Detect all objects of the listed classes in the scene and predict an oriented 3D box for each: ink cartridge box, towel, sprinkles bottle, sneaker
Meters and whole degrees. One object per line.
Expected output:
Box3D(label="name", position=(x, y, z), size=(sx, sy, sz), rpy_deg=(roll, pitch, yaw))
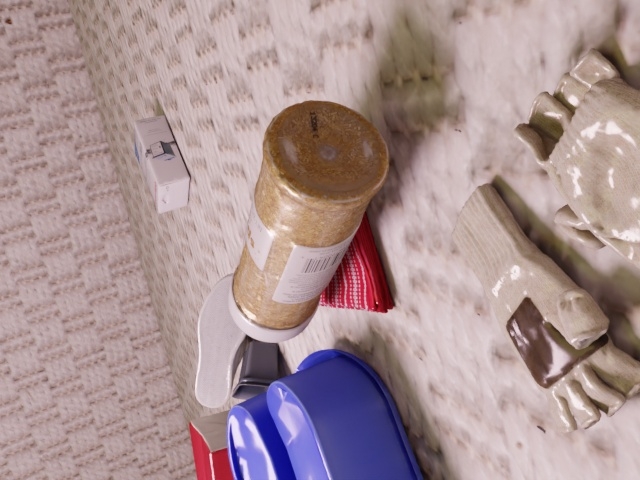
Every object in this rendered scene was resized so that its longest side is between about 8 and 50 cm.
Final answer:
Box3D(label="ink cartridge box", position=(-0.391, -0.185, 1.534), size=(0.191, 0.082, 0.140), rpy_deg=(63, 156, 18))
Box3D(label="towel", position=(0.000, 0.000, 0.841), size=(0.274, 0.031, 0.199), rpy_deg=(-10, 96, 67))
Box3D(label="sprinkles bottle", position=(-0.029, 0.001, 0.711), size=(0.121, 0.121, 0.355), rpy_deg=(63, 155, 21))
Box3D(label="sneaker", position=(-0.201, 0.184, 1.331), size=(0.169, 0.108, 0.293), rpy_deg=(-91, 16, -74))

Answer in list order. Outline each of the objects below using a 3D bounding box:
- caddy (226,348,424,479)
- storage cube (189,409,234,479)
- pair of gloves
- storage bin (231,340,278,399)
Box3D(label="caddy", position=(0.020, 0.320, 0.844), size=(0.241, 0.179, 0.342), rpy_deg=(-38, 65, 43))
Box3D(label="storage cube", position=(-0.150, 0.469, 1.300), size=(0.183, 0.214, 0.193), rpy_deg=(-169, 70, -65))
Box3D(label="pair of gloves", position=(0.177, 0.012, 0.429), size=(0.204, 0.042, 0.240), rpy_deg=(63, 155, 23))
Box3D(label="storage bin", position=(-0.116, 0.258, 1.233), size=(0.135, 0.098, 0.091), rpy_deg=(121, 155, -62))
